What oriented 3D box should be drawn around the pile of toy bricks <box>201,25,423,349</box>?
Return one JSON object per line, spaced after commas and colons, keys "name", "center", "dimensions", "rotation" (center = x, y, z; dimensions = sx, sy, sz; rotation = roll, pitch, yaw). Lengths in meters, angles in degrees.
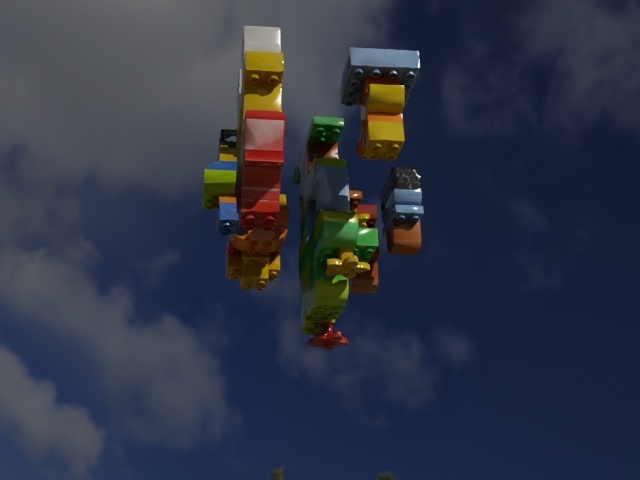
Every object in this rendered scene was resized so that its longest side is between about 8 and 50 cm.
{"name": "pile of toy bricks", "center": [0.000, 0.000, 0.448], "dimensions": [0.118, 0.105, 0.212], "rotation": [2, -25, -8]}
